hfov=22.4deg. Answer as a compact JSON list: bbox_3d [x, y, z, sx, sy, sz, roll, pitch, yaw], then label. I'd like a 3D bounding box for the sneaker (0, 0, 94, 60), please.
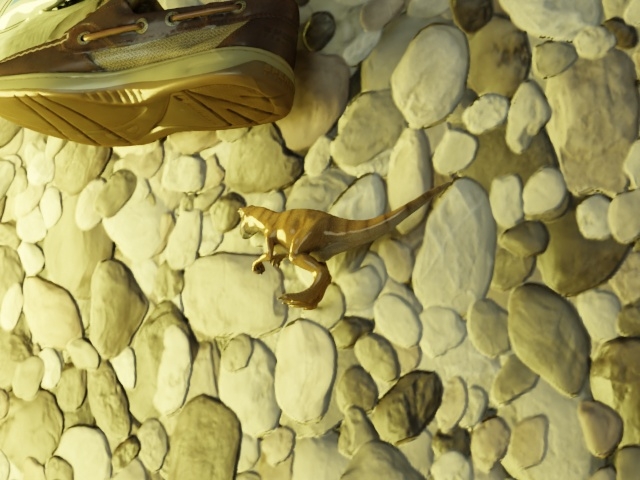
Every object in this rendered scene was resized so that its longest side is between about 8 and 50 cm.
[{"bbox_3d":[-0.261,-0.256,1.586,0.237,0.085,0.086,-32,82,27],"label":"sneaker"}]

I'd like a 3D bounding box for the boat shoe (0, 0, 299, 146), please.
[{"bbox_3d":[-0.168,-0.169,1.493,0.342,0.123,0.123,-4,66,33],"label":"boat shoe"}]

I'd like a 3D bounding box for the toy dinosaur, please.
[{"bbox_3d":[0.000,0.000,1.362,0.212,0.064,0.112,1,79,35],"label":"toy dinosaur"}]
